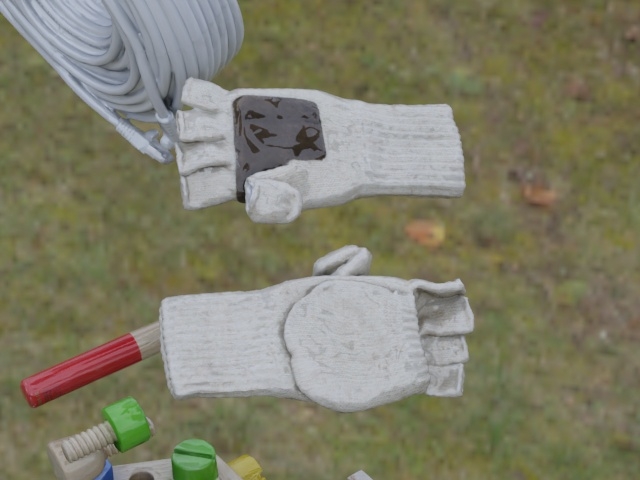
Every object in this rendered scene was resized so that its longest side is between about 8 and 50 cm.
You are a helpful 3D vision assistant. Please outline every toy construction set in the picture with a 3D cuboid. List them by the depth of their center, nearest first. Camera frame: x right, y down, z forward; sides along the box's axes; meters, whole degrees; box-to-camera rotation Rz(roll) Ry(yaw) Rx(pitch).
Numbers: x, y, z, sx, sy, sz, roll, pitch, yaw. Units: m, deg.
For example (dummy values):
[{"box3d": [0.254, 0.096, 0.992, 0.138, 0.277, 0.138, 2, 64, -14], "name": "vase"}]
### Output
[{"box3d": [-0.065, 0.199, 1.414, 0.237, 0.308, 0.257, -25, 19, -19], "name": "toy construction set"}]

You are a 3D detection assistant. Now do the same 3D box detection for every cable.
[{"box3d": [-0.165, -0.203, 1.329, 0.257, 0.257, 0.089, 40, 66, 22], "name": "cable"}]

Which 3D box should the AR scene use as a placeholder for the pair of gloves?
[{"box3d": [0.000, 0.000, 1.217, 0.204, 0.042, 0.240, 4, 61, -7], "name": "pair of gloves"}]
